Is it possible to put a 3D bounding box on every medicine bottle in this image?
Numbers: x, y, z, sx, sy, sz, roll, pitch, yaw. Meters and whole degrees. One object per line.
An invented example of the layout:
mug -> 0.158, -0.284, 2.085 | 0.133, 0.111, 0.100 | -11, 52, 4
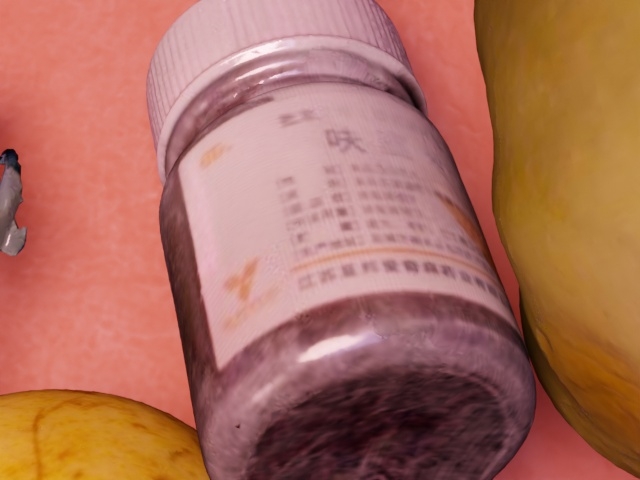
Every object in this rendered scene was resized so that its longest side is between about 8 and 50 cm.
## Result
medicine bottle -> 0.000, 0.000, 0.813 | 0.165, 0.165, 0.273 | -15, 49, 0

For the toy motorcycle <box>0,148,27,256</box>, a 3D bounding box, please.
toy motorcycle -> -0.274, 0.012, 0.873 | 0.206, 0.154, 0.260 | 35, 106, 29

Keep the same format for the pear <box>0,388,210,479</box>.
pear -> -0.142, 0.212, 0.800 | 0.280, 0.281, 0.281 | 0, 83, 2

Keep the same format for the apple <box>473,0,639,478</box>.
apple -> 0.292, -0.076, 0.735 | 0.473, 0.473, 0.474 | 0, 83, 2
